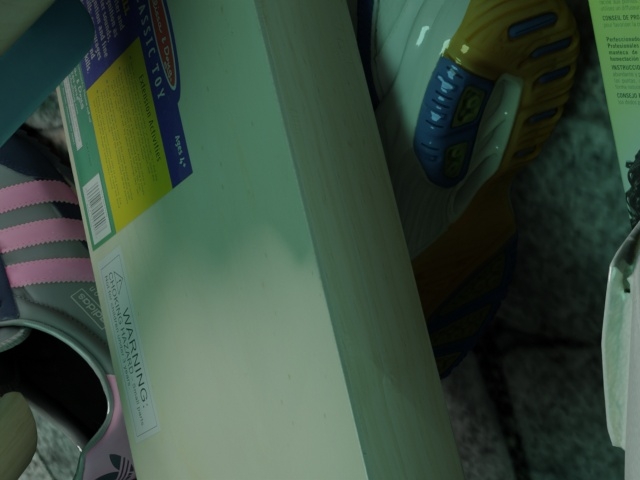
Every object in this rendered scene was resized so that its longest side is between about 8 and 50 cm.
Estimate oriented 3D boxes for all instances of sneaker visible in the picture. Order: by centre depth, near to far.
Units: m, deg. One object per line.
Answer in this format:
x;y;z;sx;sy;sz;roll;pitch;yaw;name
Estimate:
0.034;-0.033;0.929;0.131;0.112;0.296;47;132;33;sneaker
-0.195;0.028;1.148;0.319;0.131;0.112;39;135;22;sneaker

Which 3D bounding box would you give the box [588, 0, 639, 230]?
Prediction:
0.174;-0.064;0.791;0.087;0.058;0.232;1;112;44;box

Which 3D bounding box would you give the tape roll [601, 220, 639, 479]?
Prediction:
0.278;0.050;0.506;0.392;0.392;0.072;20;125;36;tape roll

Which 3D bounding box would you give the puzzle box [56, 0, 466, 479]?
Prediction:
-0.045;0.007;0.916;0.272;0.052;0.409;-31;69;61;puzzle box

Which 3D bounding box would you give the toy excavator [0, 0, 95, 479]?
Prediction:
-0.255;-0.058;0.925;0.433;0.222;0.445;44;137;-10;toy excavator
